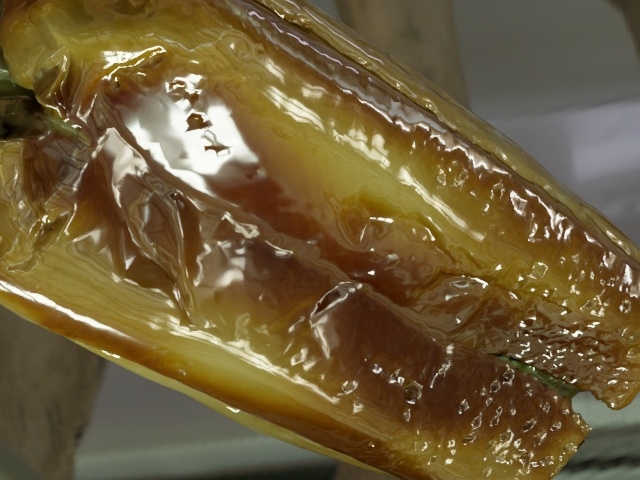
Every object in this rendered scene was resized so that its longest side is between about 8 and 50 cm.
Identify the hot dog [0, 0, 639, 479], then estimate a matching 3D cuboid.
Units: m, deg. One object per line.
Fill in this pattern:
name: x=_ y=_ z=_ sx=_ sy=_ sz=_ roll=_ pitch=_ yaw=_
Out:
hot dog: x=0.000 y=0.000 z=0.453 sx=0.100 sy=0.249 sz=0.068 roll=-48 pitch=-135 yaw=10
